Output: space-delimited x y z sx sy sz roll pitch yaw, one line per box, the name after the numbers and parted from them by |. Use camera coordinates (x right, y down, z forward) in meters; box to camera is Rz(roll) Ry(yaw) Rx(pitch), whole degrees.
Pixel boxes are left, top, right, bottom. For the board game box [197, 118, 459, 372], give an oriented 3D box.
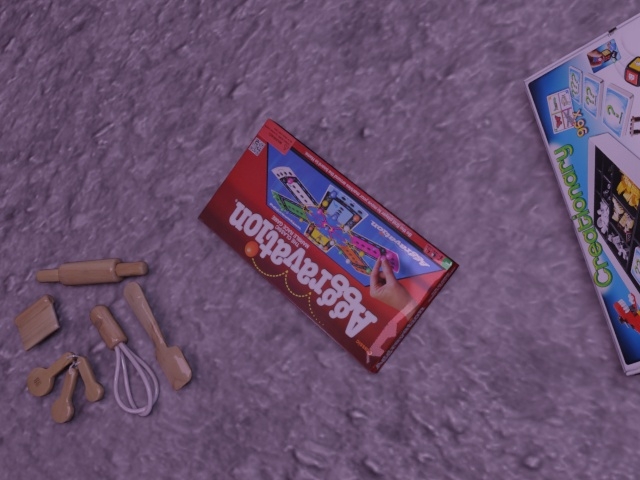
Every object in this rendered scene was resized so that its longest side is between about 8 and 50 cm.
0.000 0.000 1.012 0.281 0.027 0.145 40 99 26 | board game box

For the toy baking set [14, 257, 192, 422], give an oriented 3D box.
-0.260 0.116 1.111 0.256 0.030 0.197 -10 79 23 | toy baking set

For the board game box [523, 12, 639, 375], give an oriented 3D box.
0.317 -0.053 0.831 0.193 0.053 0.305 -28 69 38 | board game box
